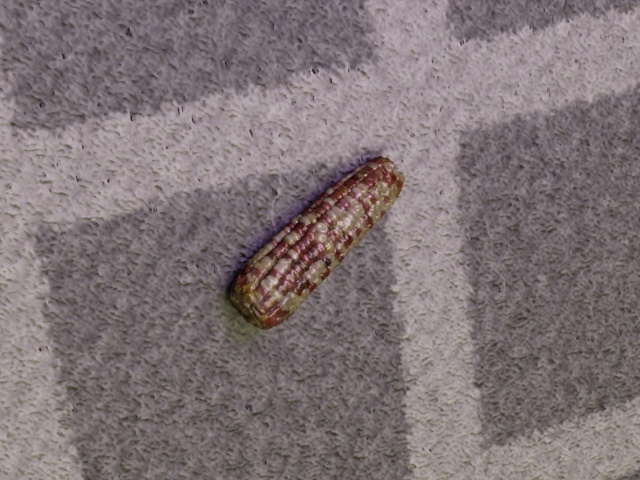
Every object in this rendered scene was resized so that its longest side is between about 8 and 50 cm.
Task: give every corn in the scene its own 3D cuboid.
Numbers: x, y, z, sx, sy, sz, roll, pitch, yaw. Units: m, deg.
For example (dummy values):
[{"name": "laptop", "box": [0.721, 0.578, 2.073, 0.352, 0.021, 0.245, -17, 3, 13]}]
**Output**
[{"name": "corn", "box": [0.000, 0.000, 1.602, 0.237, 0.079, 0.079, -42, 117, -15]}]
